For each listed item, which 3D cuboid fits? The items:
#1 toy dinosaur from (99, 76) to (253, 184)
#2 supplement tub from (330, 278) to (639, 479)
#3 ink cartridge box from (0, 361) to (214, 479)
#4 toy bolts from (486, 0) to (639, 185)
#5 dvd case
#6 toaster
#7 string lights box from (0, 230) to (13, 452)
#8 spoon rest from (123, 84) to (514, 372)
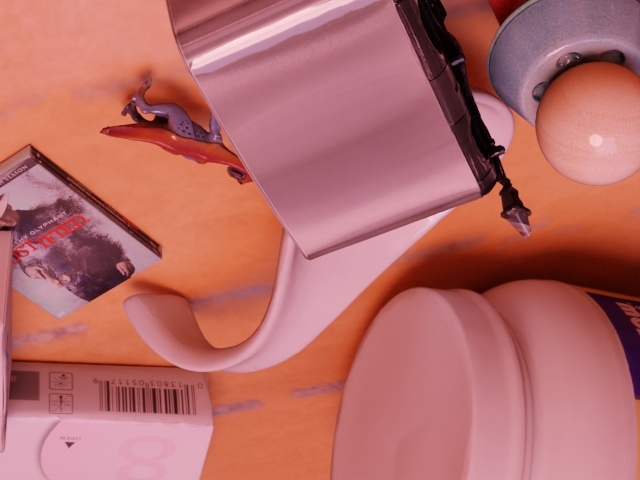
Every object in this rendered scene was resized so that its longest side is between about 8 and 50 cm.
[{"bbox_3d":[-0.074,-0.051,0.862,0.082,0.090,0.047,42,140,-6],"label":"toy dinosaur"},{"bbox_3d":[0.196,0.155,1.009,0.331,0.241,0.241,11,135,-22],"label":"supplement tub"},{"bbox_3d":[-0.186,0.175,1.100,0.189,0.066,0.232,3,133,-14],"label":"ink cartridge box"},{"bbox_3d":[0.178,-0.131,0.747,0.228,0.158,0.218,-25,136,17],"label":"toy bolts"},{"bbox_3d":[-0.166,-0.002,0.936,0.087,0.013,0.119,-29,133,20],"label":"dvd case"},{"bbox_3d":[0.005,-0.098,0.735,0.110,0.186,0.168,-23,137,8],"label":"toaster"},{"bbox_3d":[-0.314,0.057,0.915,0.259,0.077,0.133,3,138,-10],"label":"string lights box"},{"bbox_3d":[0.000,0.000,0.906,0.276,0.084,0.137,-38,153,32],"label":"spoon rest"}]
